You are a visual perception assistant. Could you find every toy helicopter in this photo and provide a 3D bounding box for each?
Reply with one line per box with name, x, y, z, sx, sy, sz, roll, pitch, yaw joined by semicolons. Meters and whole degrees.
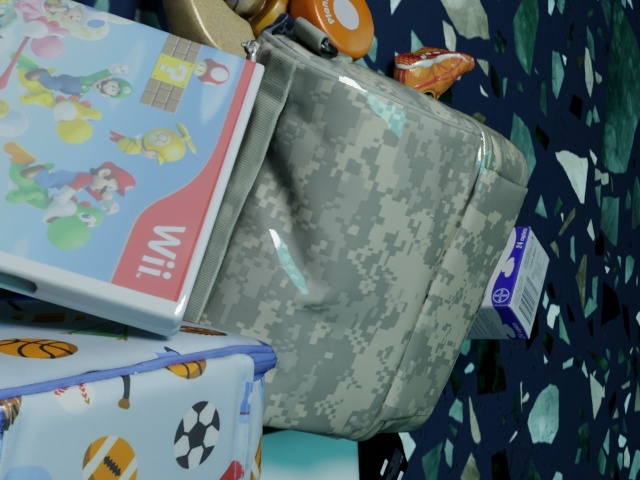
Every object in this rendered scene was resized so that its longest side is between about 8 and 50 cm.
toy helicopter;-0.094;-0.302;0.749;0.235;0.140;0.355;8;69;-43

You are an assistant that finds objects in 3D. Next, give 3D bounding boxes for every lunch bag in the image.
lunch bag;0.000;0.000;0.675;0.256;0.213;0.305;10;106;-54
lunch bag;-0.189;0.090;0.458;0.303;0.243;0.115;6;94;-57

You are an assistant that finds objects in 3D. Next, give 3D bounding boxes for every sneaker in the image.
sneaker;0.145;-0.218;1.087;0.175;0.064;0.067;-23;124;-46

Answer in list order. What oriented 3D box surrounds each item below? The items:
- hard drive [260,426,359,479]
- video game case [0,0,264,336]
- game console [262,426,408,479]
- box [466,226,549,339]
hard drive;-0.034;0.326;0.728;0.210;0.040;0.318;3;83;-51
video game case;-0.191;-0.074;0.473;0.285;0.025;0.204;18;52;-7
game console;-0.021;0.285;0.819;0.213;0.044;0.361;55;46;-31
box;0.206;0.056;1.059;0.072;0.137;0.126;50;49;-35
